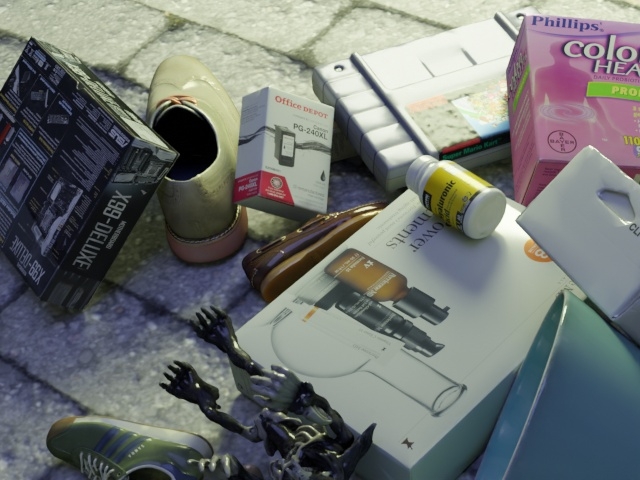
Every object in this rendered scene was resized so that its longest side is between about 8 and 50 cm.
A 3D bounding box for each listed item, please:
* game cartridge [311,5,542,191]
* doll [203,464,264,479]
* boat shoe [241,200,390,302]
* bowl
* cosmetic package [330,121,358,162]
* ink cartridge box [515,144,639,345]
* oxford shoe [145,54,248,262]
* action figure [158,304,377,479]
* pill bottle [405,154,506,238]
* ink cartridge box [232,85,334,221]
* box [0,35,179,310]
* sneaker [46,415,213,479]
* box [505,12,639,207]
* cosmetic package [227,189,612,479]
[{"bbox_3d":[0.196,-0.197,1.744,0.355,0.068,0.230,-19,47,-19],"label":"game cartridge"},{"bbox_3d":[-0.083,0.317,1.329,0.129,0.046,0.189,-2,44,-3],"label":"doll"},{"bbox_3d":[0.000,0.000,1.620,0.207,0.073,0.073,-26,47,-15],"label":"boat shoe"},{"bbox_3d":[0.243,0.218,1.216,0.163,0.311,0.311,23,51,7],"label":"bowl"},{"bbox_3d":[0.019,-0.142,1.774,0.115,0.060,0.041,-15,45,-6],"label":"cosmetic package"},{"bbox_3d":[0.351,0.051,1.323,0.114,0.273,0.197,-46,37,8],"label":"ink cartridge box"},{"bbox_3d":[-0.172,-0.152,1.760,0.141,0.146,0.397,-15,44,-4],"label":"oxford shoe"},{"bbox_3d":[-0.059,0.196,1.319,0.276,0.141,0.164,41,99,34],"label":"action figure"},{"bbox_3d":[0.155,-0.054,1.516,0.065,0.065,0.116,-34,47,-22],"label":"pill bottle"},{"bbox_3d":[-0.046,-0.111,1.672,0.063,0.109,0.150,-15,66,52],"label":"ink cartridge box"},{"bbox_3d":[-0.343,-0.093,1.692,0.307,0.076,0.242,41,104,41],"label":"box"},{"bbox_3d":[-0.219,0.246,1.417,0.192,0.064,0.086,5,41,12],"label":"sneaker"},{"bbox_3d":[0.351,-0.148,1.605,0.214,0.117,0.243,5,54,-4],"label":"box"},{"bbox_3d":[0.124,0.096,1.482,0.284,0.097,0.377,31,57,33],"label":"cosmetic package"}]
